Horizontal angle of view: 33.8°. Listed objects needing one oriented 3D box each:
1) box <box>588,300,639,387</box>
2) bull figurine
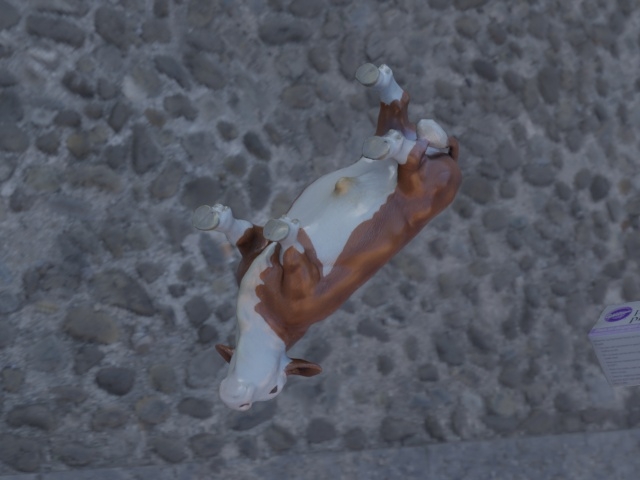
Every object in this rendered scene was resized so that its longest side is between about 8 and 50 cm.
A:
[{"bbox_3d":[0.401,0.077,0.937,0.063,0.324,0.067,-41,109,-45],"label":"box"},{"bbox_3d":[0.000,0.000,0.896,0.101,0.188,0.310,36,76,30],"label":"bull figurine"}]
